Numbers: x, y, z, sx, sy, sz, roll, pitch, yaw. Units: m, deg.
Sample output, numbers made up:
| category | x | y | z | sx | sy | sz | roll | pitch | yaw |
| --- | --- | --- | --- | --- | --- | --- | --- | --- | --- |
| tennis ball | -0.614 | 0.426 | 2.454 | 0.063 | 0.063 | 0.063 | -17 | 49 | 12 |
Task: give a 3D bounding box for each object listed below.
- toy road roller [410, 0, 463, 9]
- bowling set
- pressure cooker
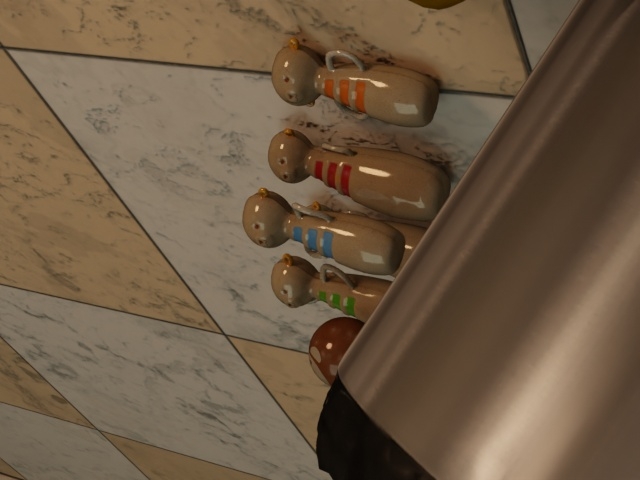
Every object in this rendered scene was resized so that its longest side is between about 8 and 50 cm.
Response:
| category | x | y | z | sx | sy | sz | roll | pitch | yaw |
| --- | --- | --- | --- | --- | --- | --- | --- | --- | --- |
| toy road roller | 0.012 | -0.207 | 0.232 | 0.202 | 0.240 | 0.329 | 55 | -166 | 12 |
| bowling set | 0.000 | 0.000 | 0.949 | 0.154 | 0.200 | 0.287 | 16 | 149 | 22 |
| pressure cooker | 0.250 | 0.021 | 0.540 | 0.375 | 0.420 | 0.370 | 35 | -177 | 34 |
